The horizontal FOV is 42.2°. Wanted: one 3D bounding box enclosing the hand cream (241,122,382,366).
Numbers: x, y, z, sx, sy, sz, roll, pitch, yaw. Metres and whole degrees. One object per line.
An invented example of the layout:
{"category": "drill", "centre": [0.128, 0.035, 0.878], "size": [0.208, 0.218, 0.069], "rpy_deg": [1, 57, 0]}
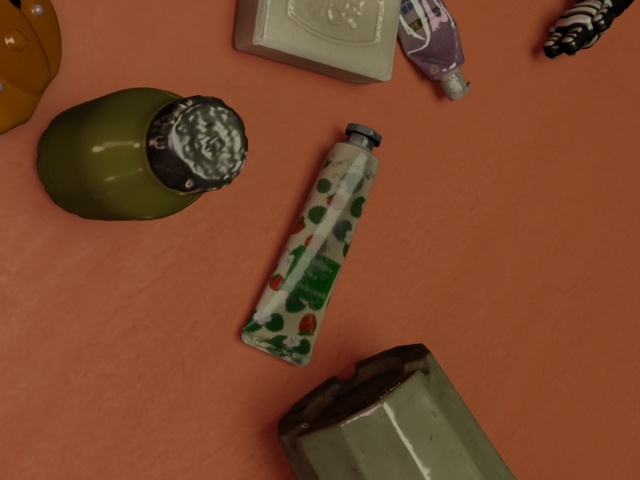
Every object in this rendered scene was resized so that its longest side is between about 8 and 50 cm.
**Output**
{"category": "hand cream", "centre": [0.000, 0.000, 0.930], "size": [0.095, 0.059, 0.276], "rpy_deg": [27, 80, -30]}

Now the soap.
{"category": "soap", "centre": [0.000, -0.251, 0.919], "size": [0.183, 0.064, 0.121], "rpy_deg": [8, 89, -34]}

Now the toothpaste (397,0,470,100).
{"category": "toothpaste", "centre": [0.105, -0.307, 1.003], "size": [0.075, 0.048, 0.301], "rpy_deg": [-37, 108, -24]}

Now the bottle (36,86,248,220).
{"category": "bottle", "centre": [-0.151, -0.072, 0.696], "size": [0.112, 0.260, 0.112], "rpy_deg": [-1, 91, -34]}

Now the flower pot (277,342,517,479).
{"category": "flower pot", "centre": [0.090, 0.267, 0.893], "size": [0.290, 0.290, 0.259], "rpy_deg": [-33, 96, -30]}

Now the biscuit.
{"category": "biscuit", "centre": [-0.281, -0.178, 0.688], "size": [0.170, 0.050, 0.170], "rpy_deg": [26, 61, -58]}

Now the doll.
{"category": "doll", "centre": [0.387, -0.327, 1.169], "size": [0.219, 0.091, 0.067], "rpy_deg": [-44, 113, -28]}
